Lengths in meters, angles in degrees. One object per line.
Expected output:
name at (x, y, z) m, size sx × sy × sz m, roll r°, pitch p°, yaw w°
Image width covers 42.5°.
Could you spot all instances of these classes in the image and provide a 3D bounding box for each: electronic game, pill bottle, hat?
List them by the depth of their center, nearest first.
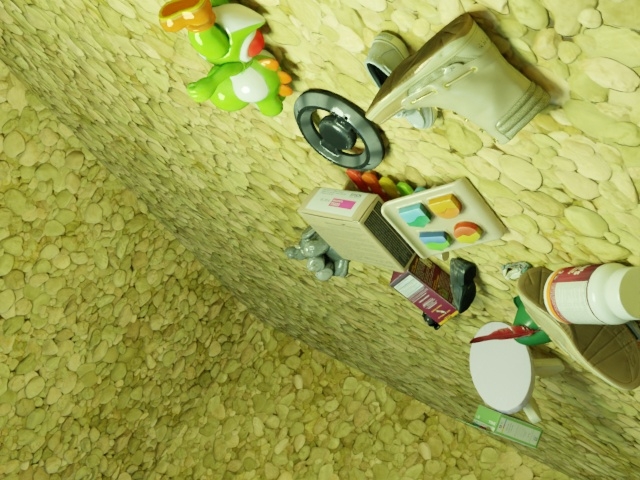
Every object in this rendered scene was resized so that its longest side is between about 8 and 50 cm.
pill bottle at (0.556, 0.107, 1.635) m, size 0.121 × 0.121 × 0.221 m, roll 38°, pitch 163°, yaw -14°
electronic game at (0.039, -0.236, 1.786) m, size 0.229 × 0.048 × 0.229 m, roll 29°, pitch 155°, yaw 15°
hat at (0.506, 0.251, 2.033) m, size 0.209 × 0.183 × 0.173 m, roll 27°, pitch 163°, yaw 23°

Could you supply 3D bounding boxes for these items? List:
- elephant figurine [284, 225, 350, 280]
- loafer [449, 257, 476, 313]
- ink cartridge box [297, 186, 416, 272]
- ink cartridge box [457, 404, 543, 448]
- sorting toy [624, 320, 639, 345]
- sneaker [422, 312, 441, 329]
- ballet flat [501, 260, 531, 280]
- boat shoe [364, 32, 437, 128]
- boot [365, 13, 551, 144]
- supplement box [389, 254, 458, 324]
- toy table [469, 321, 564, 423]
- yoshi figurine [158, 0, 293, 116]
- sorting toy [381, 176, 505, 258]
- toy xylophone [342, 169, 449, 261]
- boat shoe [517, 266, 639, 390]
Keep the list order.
elephant figurine at (0.000, 0.000, 2.381) m, size 0.239 × 0.186 × 0.169 m, roll -123°, pitch 24°, yaw -62°
loafer at (0.359, 0.113, 2.103) m, size 0.061 × 0.062 × 0.170 m, roll 36°, pitch 141°, yaw 39°
ink cartridge box at (0.089, -0.028, 1.916) m, size 0.235 × 0.088 × 0.193 m, roll 14°, pitch 153°, yaw 52°
ink cartridge box at (0.494, 0.505, 2.269) m, size 0.209 × 0.062 × 0.109 m, roll 22°, pitch 174°, yaw -20°
sorting toy at (0.672, 0.228, 1.892) m, size 0.348 × 0.047 × 0.196 m, roll 44°, pitch 161°, yaw -30°
sneaker at (0.337, 0.196, 2.358) m, size 0.084 × 0.097 × 0.234 m, roll 26°, pitch 162°, yaw 25°
ballet flat at (0.444, 0.072, 1.903) m, size 0.041 × 0.041 × 0.114 m, roll 36°, pitch 164°, yaw -8°
boat shoe at (0.136, -0.263, 1.460) m, size 0.079 × 0.081 × 0.227 m, roll 20°, pitch 159°, yaw 40°
boot at (0.215, -0.221, 1.327) m, size 0.203 × 0.095 × 0.262 m, roll 36°, pitch 138°, yaw -17°
supplement box at (0.285, 0.123, 2.195) m, size 0.188 × 0.104 × 0.081 m, roll 38°, pitch 128°, yaw -12°
toy table at (0.529, 0.373, 2.274) m, size 0.252 × 0.274 × 0.161 m, roll -23°, pitch 137°, yaw 31°
yoshi figurine at (-0.208, -0.371, 1.664) m, size 0.203 × 0.203 × 0.362 m, roll 41°, pitch 175°, yaw 41°
sorting toy at (0.263, -0.038, 1.770) m, size 0.208 × 0.038 × 0.193 m, roll -19°, pitch 131°, yaw 34°
toy xylophone at (0.188, -0.061, 1.938) m, size 0.323 × 0.081 × 0.236 m, roll 18°, pitch 157°, yaw 44°
boat shoe at (0.567, 0.197, 1.785) m, size 0.341 × 0.122 × 0.110 m, roll 51°, pitch 170°, yaw 34°
